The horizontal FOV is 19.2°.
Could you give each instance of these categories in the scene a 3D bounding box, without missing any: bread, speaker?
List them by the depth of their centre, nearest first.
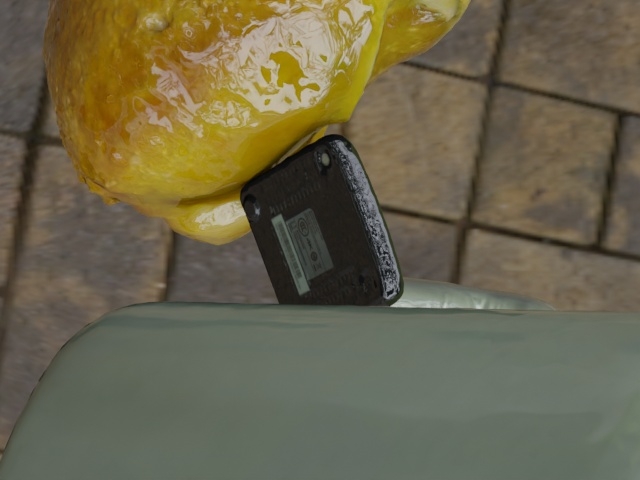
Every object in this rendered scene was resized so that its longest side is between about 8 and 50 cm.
[{"bbox_3d":[0.000,0.208,0.362,0.183,0.184,0.406,43,55,-39],"label":"speaker"},{"bbox_3d":[-0.066,-0.207,1.422,0.250,0.361,0.394,27,40,-26],"label":"bread"}]

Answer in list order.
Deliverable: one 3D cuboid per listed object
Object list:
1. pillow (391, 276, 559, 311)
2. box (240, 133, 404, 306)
[{"bbox_3d":[0.117,0.079,1.694,0.254,0.144,0.078,8,95,-10],"label":"pillow"},{"bbox_3d":[0.000,0.000,1.309,0.027,0.125,0.126,-13,79,-38],"label":"box"}]
